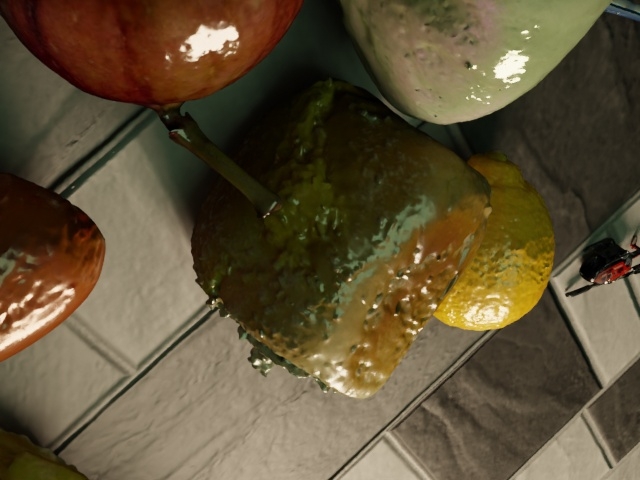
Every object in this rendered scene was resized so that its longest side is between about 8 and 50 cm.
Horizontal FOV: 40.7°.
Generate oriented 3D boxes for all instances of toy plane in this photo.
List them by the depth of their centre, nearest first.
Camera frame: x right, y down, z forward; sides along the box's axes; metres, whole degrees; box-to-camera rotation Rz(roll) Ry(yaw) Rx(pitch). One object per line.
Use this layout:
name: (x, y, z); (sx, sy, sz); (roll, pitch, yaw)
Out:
toy plane: (0.366, 0.028, 1.059); (0.145, 0.037, 0.060); (-20, 129, -20)

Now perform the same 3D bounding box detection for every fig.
fig: (-0.110, -0.154, 0.565); (0.203, 0.186, 0.250); (-8, 137, -15)

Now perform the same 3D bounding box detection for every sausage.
sausage: (-0.275, 0.041, 0.597); (0.258, 0.133, 0.133); (-25, 127, -20)

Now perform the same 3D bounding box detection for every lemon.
lemon: (0.159, 0.004, 0.844); (0.142, 0.142, 0.187); (-4, 112, -31)

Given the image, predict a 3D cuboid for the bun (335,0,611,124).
bun: (0.079, -0.233, 0.585); (0.187, 0.293, 0.293); (19, 106, -16)

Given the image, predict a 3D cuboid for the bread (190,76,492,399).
bread: (0.000, 0.000, 0.703); (0.176, 0.195, 0.246); (26, 101, -44)

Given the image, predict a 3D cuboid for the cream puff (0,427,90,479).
cream puff: (-0.298, 0.338, 0.656); (0.378, 0.275, 0.379); (-14, 120, -26)

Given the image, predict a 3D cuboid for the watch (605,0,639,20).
watch: (0.318, -0.282, 0.829); (0.276, 0.068, 0.274); (-50, 132, 3)
